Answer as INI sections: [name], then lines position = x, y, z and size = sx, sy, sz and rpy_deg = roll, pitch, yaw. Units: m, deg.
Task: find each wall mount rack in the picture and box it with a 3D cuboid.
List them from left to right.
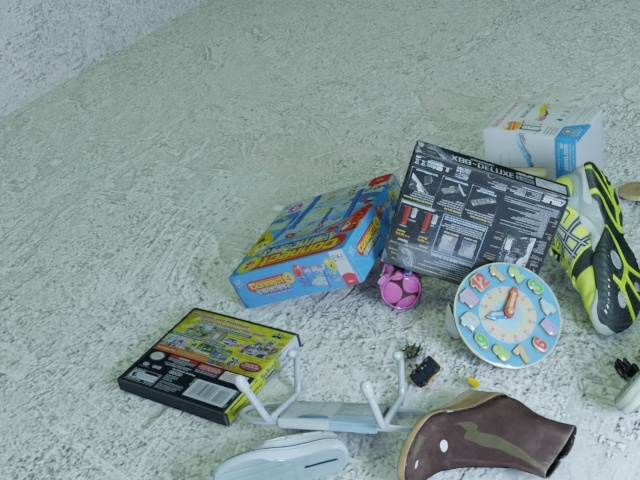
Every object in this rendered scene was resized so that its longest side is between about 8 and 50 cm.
[wall mount rack]
position = 0.010, 0.257, 1.533
size = 0.350, 0.130, 0.304
rpy_deg = -1, 6, 16

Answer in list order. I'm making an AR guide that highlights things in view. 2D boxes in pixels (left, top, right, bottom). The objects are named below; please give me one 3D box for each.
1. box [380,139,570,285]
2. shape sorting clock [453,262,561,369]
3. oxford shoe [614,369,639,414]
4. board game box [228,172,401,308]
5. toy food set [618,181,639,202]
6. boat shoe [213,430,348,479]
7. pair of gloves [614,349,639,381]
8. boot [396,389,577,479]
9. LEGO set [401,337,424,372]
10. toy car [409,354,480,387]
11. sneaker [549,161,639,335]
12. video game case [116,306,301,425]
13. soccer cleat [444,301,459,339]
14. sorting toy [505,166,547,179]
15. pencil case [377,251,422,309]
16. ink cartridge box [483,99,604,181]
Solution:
[box]
position = 0.296, -0.032, 1.779
size = 0.307, 0.242, 0.076
rpy_deg = 17, 25, 3
[shape sorting clock]
position = 0.345, 0.136, 1.687
size = 0.206, 0.040, 0.206
rpy_deg = 2, 64, -5
[oxford shoe]
position = 0.681, 0.180, 1.523
size = 0.449, 0.169, 0.130
rpy_deg = -26, 72, -20
[board game box]
position = 0.000, 0.000, 1.969
size = 0.308, 0.086, 0.302
rpy_deg = -16, 25, 33
[toy food set]
position = 0.718, -0.109, 2.077
size = 0.083, 0.020, 0.082
rpy_deg = 2, 34, 21
[boat shoe]
position = -0.069, 0.368, 1.519
size = 0.226, 0.083, 0.076
rpy_deg = -5, 19, -14
[pair of gloves]
position = 0.562, 0.223, 1.605
size = 0.083, 0.010, 0.074
rpy_deg = -19, 34, -8
[boot]
position = 0.263, 0.329, 1.450
size = 0.207, 0.090, 0.248
rpy_deg = 16, 37, 40
[LEGO set]
position = 0.177, 0.218, 1.721
size = 0.054, 0.023, 0.083
rpy_deg = -28, 41, 30
[toy car]
position = 0.225, 0.255, 1.652
size = 0.122, 0.060, 0.040
rpy_deg = 26, 0, 22
[sneaker]
position = 0.523, 0.028, 1.799
size = 0.147, 0.145, 0.384
rpy_deg = -28, 41, 33
[video game case]
position = -0.217, 0.239, 1.797
size = 0.275, 0.035, 0.248
rpy_deg = 11, 38, 32
[soccer cleat]
position = 0.332, 0.147, 1.733
size = 0.196, 0.076, 0.068
rpy_deg = -4, 32, 11
[sorting toy]
position = 0.425, -0.051, 1.967
size = 0.307, 0.041, 0.229
rpy_deg = 1, 73, 18
[pencil case]
position = 0.156, 0.050, 1.918
size = 0.098, 0.095, 0.209
rpy_deg = 21, 25, -14
[ink cartridge box]
position = 0.526, -0.214, 2.162
size = 0.233, 0.168, 0.171
rpy_deg = 12, 39, 34
